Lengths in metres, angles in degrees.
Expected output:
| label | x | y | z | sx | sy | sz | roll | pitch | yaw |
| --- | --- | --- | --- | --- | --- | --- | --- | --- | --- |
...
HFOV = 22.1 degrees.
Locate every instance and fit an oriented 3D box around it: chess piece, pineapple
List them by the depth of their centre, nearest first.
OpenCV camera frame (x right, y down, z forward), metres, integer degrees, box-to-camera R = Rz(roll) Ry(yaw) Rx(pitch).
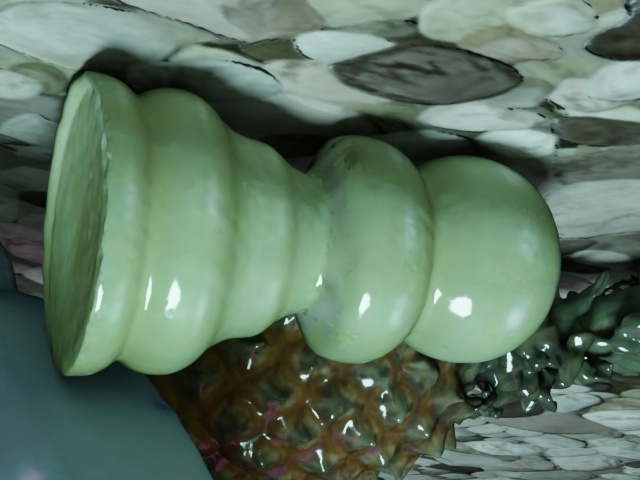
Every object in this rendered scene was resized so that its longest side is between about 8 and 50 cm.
| label | x | y | z | sx | sy | sz | roll | pitch | yaw |
| --- | --- | --- | --- | --- | --- | --- | --- | --- | --- |
| chess piece | 0.000 | 0.000 | 0.809 | 0.251 | 0.144 | 0.144 | 4 | 163 | -20 |
| pineapple | 0.063 | 0.064 | 0.958 | 0.361 | 0.175 | 0.175 | -3 | 163 | -4 |

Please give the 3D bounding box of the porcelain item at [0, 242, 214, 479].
| label | x | y | z | sx | sy | sz | roll | pitch | yaw |
| --- | --- | --- | --- | --- | --- | --- | --- | --- | --- |
| porcelain item | -0.153 | 0.170 | 0.818 | 0.178 | 0.405 | 0.242 | -12 | 132 | -25 |
